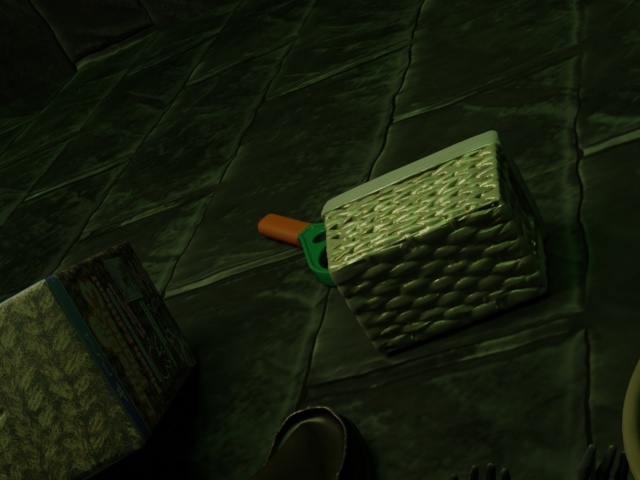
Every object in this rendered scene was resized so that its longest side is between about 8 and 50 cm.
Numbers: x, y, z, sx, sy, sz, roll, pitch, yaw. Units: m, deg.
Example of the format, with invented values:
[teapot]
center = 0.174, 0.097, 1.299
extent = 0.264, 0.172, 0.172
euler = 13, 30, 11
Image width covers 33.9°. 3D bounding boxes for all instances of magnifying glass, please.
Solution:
[magnifying glass]
center = 0.000, 0.000, 1.091
extent = 0.092, 0.026, 0.231
euler = -41, 28, -19

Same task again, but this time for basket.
[basket]
center = 0.095, 0.005, 0.866
extent = 0.167, 0.113, 0.103
euler = -24, 28, 17

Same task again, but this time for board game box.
[board game box]
center = -0.254, 0.129, 0.886
extent = 0.232, 0.141, 0.291
euler = -30, 4, 3

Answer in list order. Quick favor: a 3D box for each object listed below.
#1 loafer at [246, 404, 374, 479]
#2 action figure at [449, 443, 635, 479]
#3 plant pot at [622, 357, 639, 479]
[loafer]
center = -0.019, 0.181, 0.705
extent = 0.080, 0.078, 0.220
euler = -21, 27, 21
[action figure]
center = 0.078, 0.211, 0.474
extent = 0.164, 0.141, 0.275
euler = -6, 32, 23
[plant pot]
center = 0.274, 0.099, 0.493
extent = 0.237, 0.109, 0.237
euler = -25, 25, 12
